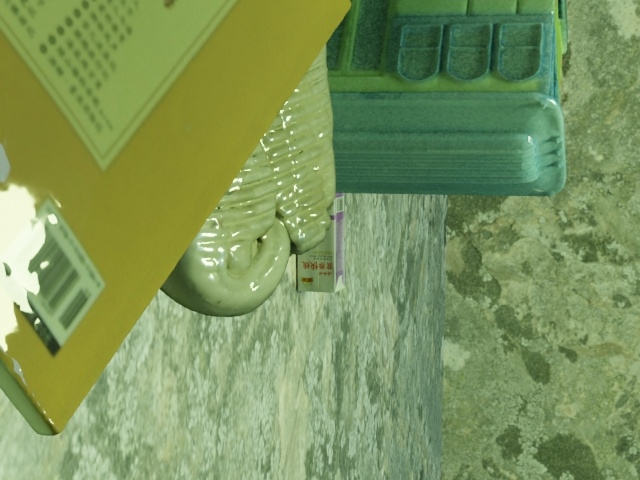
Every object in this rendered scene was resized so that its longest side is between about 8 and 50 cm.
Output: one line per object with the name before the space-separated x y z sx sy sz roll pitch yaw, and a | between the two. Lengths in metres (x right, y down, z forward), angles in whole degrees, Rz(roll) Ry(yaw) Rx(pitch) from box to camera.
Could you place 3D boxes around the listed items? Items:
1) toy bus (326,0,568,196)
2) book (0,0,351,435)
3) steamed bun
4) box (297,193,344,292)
toy bus | 0.042 -0.141 0.983 0.152 0.312 0.190 65 30 -62
book | -0.113 -0.130 0.630 0.269 0.032 0.389 60 40 -29
steamed bun | -0.089 -0.065 0.805 0.211 0.144 0.217 -30 114 -56
box | 0.000 0.000 1.381 0.036 0.051 0.117 -19 111 -68
